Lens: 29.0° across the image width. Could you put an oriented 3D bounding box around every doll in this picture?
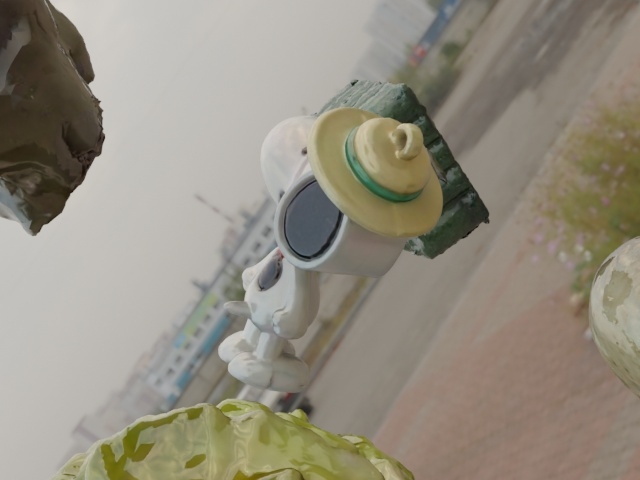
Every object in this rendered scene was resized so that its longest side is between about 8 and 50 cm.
[{"bbox_3d":[0.007,0.015,1.103,0.208,0.144,0.271,23,104,56],"label":"doll"}]

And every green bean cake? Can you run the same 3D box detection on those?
[{"bbox_3d":[0.083,-0.080,1.441,0.107,0.208,0.193,-41,15,-11],"label":"green bean cake"}]

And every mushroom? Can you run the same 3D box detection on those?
[{"bbox_3d":[0.290,0.069,0.977,0.127,0.166,0.166,-34,0,-5],"label":"mushroom"}]

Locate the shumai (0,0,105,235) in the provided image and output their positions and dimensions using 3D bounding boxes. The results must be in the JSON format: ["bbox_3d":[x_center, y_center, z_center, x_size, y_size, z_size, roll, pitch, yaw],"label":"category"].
[{"bbox_3d":[-0.214,-0.081,0.572,0.184,0.218,0.185,-40,-16,6],"label":"shumai"}]

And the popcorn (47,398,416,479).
[{"bbox_3d":[-0.044,0.188,0.569,0.259,0.259,0.212,-56,-32,-24],"label":"popcorn"}]
